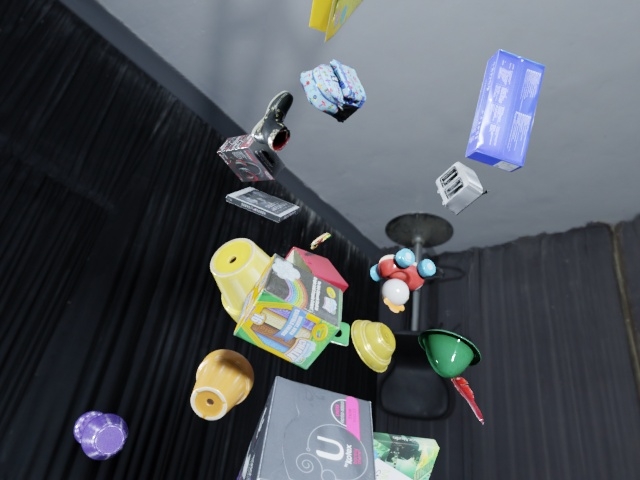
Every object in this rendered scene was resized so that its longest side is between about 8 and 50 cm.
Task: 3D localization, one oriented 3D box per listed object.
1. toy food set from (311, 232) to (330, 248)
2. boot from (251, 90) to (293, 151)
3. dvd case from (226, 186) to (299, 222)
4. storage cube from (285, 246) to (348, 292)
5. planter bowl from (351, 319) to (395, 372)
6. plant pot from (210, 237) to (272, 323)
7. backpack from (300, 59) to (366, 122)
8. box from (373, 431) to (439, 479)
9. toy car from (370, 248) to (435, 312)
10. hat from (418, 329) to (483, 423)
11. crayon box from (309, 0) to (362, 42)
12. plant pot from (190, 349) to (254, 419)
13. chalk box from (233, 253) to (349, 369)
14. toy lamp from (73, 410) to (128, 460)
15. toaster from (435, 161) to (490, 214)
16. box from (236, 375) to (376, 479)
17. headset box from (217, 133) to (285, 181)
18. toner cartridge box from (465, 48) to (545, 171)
[{"bbox_3d":[0.000,0.000,1.716,0.020,0.083,0.082,55,162,5],"label":"toy food set"},{"bbox_3d":[-0.152,-0.455,1.784,0.085,0.236,0.178,34,-176,-42],"label":"boot"},{"bbox_3d":[-0.225,-0.144,1.832,0.238,0.179,0.030,22,113,15],"label":"dvd case"},{"bbox_3d":[-0.045,0.167,1.822,0.193,0.215,0.184,22,110,-41],"label":"storage cube"},{"bbox_3d":[0.221,0.381,1.768,0.090,0.217,0.217,-37,131,26],"label":"planter bowl"},{"bbox_3d":[-0.247,0.129,1.580,0.253,0.254,0.239,-6,138,23],"label":"plant pot"},{"bbox_3d":[0.031,-0.447,1.361,0.117,0.158,0.173,-31,160,35],"label":"backpack"},{"bbox_3d":[0.249,0.820,1.687,0.321,0.232,0.058,12,-168,-14],"label":"box"},{"bbox_3d":[0.324,0.194,1.891,0.210,0.238,0.219,25,147,-21],"label":"toy car"},{"bbox_3d":[0.329,0.362,1.253,0.173,0.184,0.208,39,148,-11],"label":"hat"},{"bbox_3d":[0.057,-0.707,1.266,0.081,0.319,0.202,23,140,5],"label":"crayon box"},{"bbox_3d":[-0.357,0.519,1.627,0.205,0.188,0.205,2,106,8],"label":"plant pot"},{"bbox_3d":[-0.055,0.208,1.266,0.288,0.180,0.179,30,118,-11],"label":"chalk box"},{"bbox_3d":[-0.418,0.363,0.880,0.080,0.080,0.274,24,155,-25],"label":"toy lamp"},{"bbox_3d":[0.608,-0.231,2.024,0.110,0.168,0.185,23,130,-31],"label":"toaster"},{"bbox_3d":[-0.038,0.345,0.607,0.143,0.165,0.270,17,116,-6],"label":"box"},{"bbox_3d":[-0.331,-0.403,2.274,0.293,0.110,0.218,4,144,43],"label":"headset box"},{"bbox_3d":[0.584,-0.408,1.468,0.165,0.348,0.075,17,171,-7],"label":"toner cartridge box"}]
